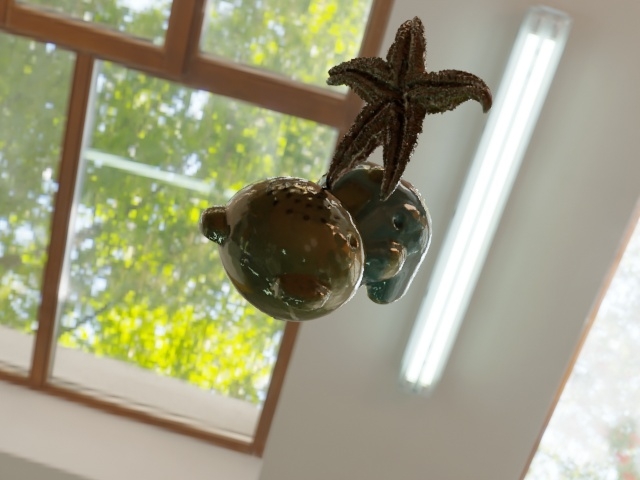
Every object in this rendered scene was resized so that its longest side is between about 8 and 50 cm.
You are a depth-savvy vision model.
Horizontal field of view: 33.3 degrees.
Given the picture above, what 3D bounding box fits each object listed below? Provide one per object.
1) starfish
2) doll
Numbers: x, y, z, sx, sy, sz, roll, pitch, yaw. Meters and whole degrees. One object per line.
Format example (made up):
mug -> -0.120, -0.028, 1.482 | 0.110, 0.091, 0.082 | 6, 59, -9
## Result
starfish -> 0.087, -0.146, 1.140 | 0.240, 0.227, 0.043 | 9, 164, 47
doll -> 0.000, 0.000, 1.213 | 0.177, 0.161, 0.260 | 40, -146, 26
